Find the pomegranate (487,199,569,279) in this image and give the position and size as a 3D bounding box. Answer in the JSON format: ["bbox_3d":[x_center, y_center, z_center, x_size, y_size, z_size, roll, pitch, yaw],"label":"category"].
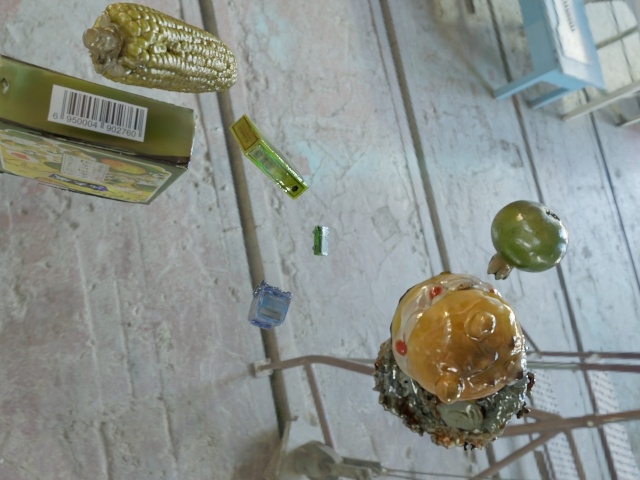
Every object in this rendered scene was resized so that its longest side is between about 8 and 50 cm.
[{"bbox_3d":[0.478,0.009,1.295,0.179,0.179,0.210,25,97,-31],"label":"pomegranate"}]

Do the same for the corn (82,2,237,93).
[{"bbox_3d":[-0.237,-0.291,0.867,0.322,0.119,0.119,-14,86,-66],"label":"corn"}]

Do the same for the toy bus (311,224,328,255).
[{"bbox_3d":[0.000,0.000,1.499,0.031,0.037,0.083,11,79,-47],"label":"toy bus"}]

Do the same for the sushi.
[{"bbox_3d":[0.346,0.344,1.427,0.176,0.417,0.417,-4,79,-62],"label":"sushi"}]

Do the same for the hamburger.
[{"bbox_3d":[0.299,0.211,1.156,0.276,0.237,0.276,-2,103,-8],"label":"hamburger"}]

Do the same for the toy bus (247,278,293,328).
[{"bbox_3d":[-0.122,0.150,1.250,0.079,0.236,0.094,25,75,-6],"label":"toy bus"}]

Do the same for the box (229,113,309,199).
[{"bbox_3d":[-0.133,-0.216,1.445,0.220,0.064,0.141,44,10,-45],"label":"box"}]

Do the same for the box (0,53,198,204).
[{"bbox_3d":[-0.509,-0.209,1.198,0.373,0.420,0.138,11,78,-27],"label":"box"}]
